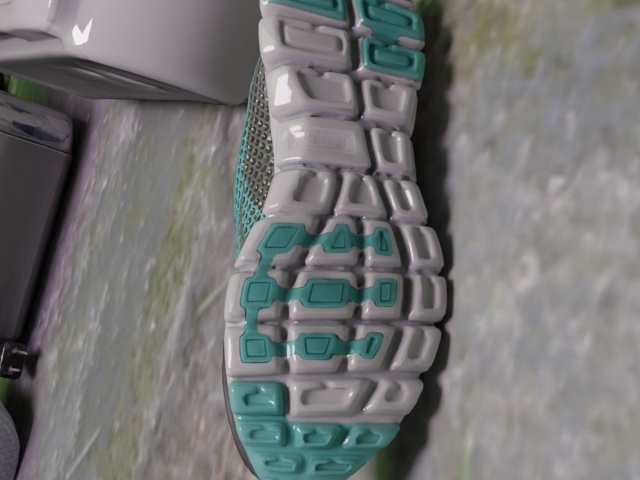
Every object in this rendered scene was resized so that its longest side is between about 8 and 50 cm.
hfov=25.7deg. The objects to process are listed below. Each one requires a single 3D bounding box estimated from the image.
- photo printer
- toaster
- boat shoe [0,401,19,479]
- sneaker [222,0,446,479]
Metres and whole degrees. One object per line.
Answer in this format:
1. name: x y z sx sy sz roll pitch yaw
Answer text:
1. photo printer: -0.058 -0.213 0.593 0.256 0.107 0.307 13 88 67
2. toaster: -0.236 -0.027 0.792 0.227 0.129 0.146 20 92 31
3. boat shoe: -0.282 0.209 0.748 0.119 0.121 0.335 26 79 47
4. sneaker: 0.000 0.000 0.430 0.076 0.065 0.166 119 160 -63
